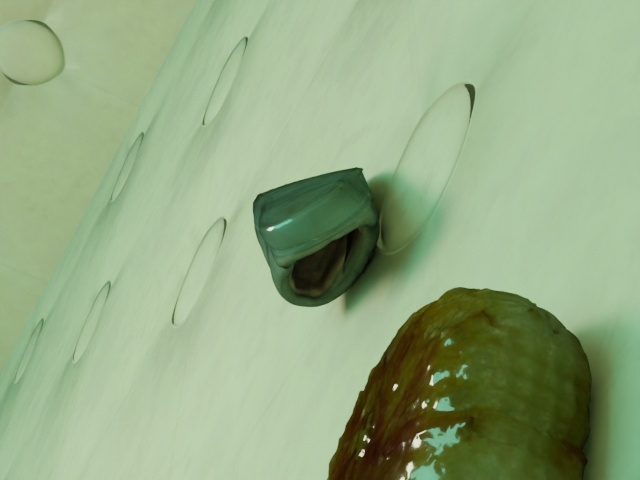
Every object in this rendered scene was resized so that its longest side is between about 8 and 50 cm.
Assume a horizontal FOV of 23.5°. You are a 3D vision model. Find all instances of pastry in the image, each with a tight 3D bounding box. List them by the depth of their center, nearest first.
[{"bbox_3d":[0.062,0.120,0.798,0.182,0.093,0.193,126,161,-47],"label":"pastry"}]

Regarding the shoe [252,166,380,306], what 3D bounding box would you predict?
[{"bbox_3d":[0.000,0.000,1.240,0.251,0.103,0.100,-87,-21,-85],"label":"shoe"}]
